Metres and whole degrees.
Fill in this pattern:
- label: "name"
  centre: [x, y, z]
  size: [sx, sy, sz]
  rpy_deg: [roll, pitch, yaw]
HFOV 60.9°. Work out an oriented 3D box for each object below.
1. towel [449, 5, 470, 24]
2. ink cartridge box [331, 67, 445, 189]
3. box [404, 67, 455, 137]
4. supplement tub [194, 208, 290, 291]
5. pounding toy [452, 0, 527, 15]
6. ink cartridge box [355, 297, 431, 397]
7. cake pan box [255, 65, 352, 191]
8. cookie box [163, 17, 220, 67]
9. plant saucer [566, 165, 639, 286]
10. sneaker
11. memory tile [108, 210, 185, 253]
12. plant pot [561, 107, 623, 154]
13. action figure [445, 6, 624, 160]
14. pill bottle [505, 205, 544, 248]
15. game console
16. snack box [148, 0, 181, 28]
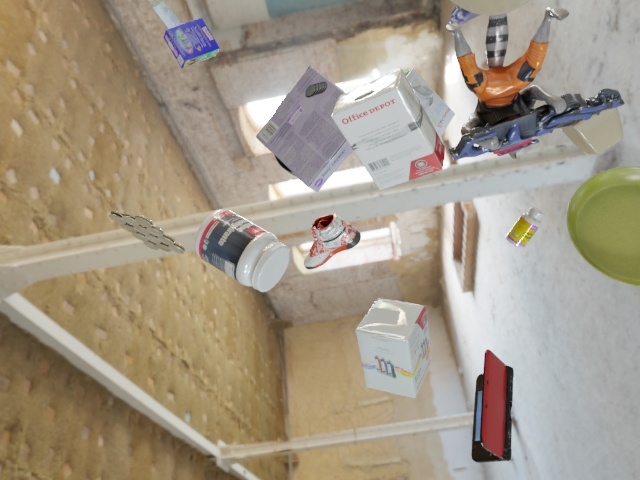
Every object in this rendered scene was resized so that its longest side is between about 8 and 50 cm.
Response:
- label: "towel"
  centre: [0.538, -0.788, 1.741]
  size: [0.308, 0.228, 0.076]
  rpy_deg: [-72, -43, -78]
- label: "ink cartridge box"
  centre: [0.093, -0.145, 0.726]
  size: [0.135, 0.099, 0.056]
  rpy_deg: [53, -143, -31]
- label: "box"
  centre: [0.295, -0.404, 1.872]
  size: [0.231, 0.262, 0.127]
  rpy_deg: [41, 161, -19]
- label: "supplement tub"
  centre: [-0.257, 0.032, 1.785]
  size: [0.191, 0.272, 0.191]
  rpy_deg: [-48, -25, -31]
- label: "pounding toy"
  centre: [0.294, -0.464, 0.830]
  size: [0.183, 0.237, 0.110]
  rpy_deg: [52, -121, -28]
- label: "ink cartridge box"
  centre: [0.173, 0.247, 1.255]
  size: [0.128, 0.128, 0.176]
  rpy_deg: [-49, -44, -46]
- label: "cake pan box"
  centre: [-0.020, -0.298, 1.472]
  size: [0.246, 0.266, 0.070]
  rpy_deg: [44, -169, 29]
- label: "cookie box"
  centre: [-0.324, -0.499, 1.374]
  size: [0.091, 0.107, 0.040]
  rpy_deg: [59, 150, -4]
- label: "plant saucer"
  centre: [0.568, -0.023, 0.978]
  size: [0.037, 0.241, 0.240]
  rpy_deg: [66, -165, -63]
- label: "sneaker"
  centre: [0.001, -0.001, 1.913]
  size: [0.145, 0.270, 0.090]
  rpy_deg: [39, -138, -25]
- label: "memory tile"
  centre: [-0.361, -0.016, 1.140]
  size: [0.148, 0.113, 0.012]
  rpy_deg: [52, -129, -51]
- label: "plant pot"
  centre: [0.690, -0.274, 1.366]
  size: [0.096, 0.109, 0.109]
  rpy_deg: [58, -170, -5]
- label: "action figure"
  centre: [0.407, -0.308, 1.085]
  size: [0.330, 0.342, 0.178]
  rpy_deg: [71, -172, -48]
- label: "pill bottle"
  centre: [0.420, -0.027, 1.113]
  size: [0.083, 0.043, 0.043]
  rpy_deg: [-61, 12, 23]
- label: "game console"
  centre: [0.247, 0.257, 0.838]
  size: [0.124, 0.085, 0.143]
  rpy_deg: [134, 153, -58]
- label: "snack box"
  centre: [-0.421, -0.618, 1.490]
  size: [0.100, 0.037, 0.141]
  rpy_deg: [55, -178, 30]
